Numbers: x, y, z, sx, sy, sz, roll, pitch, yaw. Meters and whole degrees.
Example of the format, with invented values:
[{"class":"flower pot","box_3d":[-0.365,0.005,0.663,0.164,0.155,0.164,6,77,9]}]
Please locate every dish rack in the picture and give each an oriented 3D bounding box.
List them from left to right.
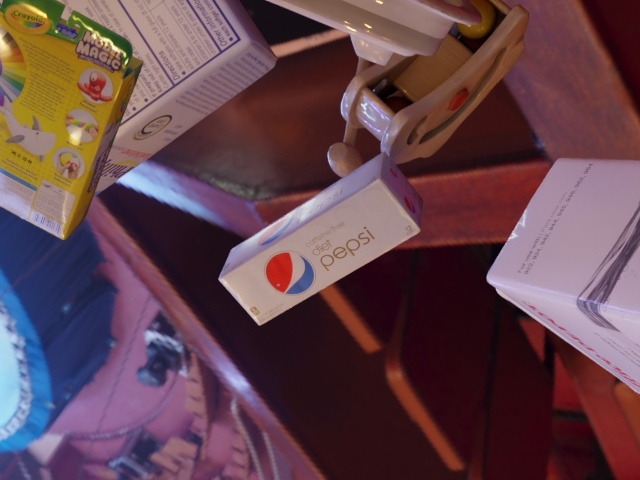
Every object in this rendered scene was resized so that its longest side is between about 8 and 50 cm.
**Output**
[{"class":"dish rack","box_3d":[-0.044,-0.253,0.766,0.285,0.333,0.072,15,120,-27]}]

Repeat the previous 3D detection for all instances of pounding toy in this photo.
[{"class":"pounding toy","box_3d":[0.085,-0.185,1.041,0.155,0.269,0.154,45,-169,18]}]

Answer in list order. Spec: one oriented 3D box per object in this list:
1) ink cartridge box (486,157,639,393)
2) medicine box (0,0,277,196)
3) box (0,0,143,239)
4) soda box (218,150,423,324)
[{"class":"ink cartridge box","box_3d":[0.269,0.047,0.597,0.198,0.115,0.273,34,172,-23]},{"class":"medicine box","box_3d":[-0.245,-0.234,1.063,0.263,0.289,0.149,57,-172,5]},{"class":"box","box_3d":[-0.205,-0.098,0.710,0.105,0.043,0.179,29,124,-2]},{"class":"soda box","box_3d":[0.000,0.000,0.995,0.216,0.069,0.074,-32,110,23]}]
